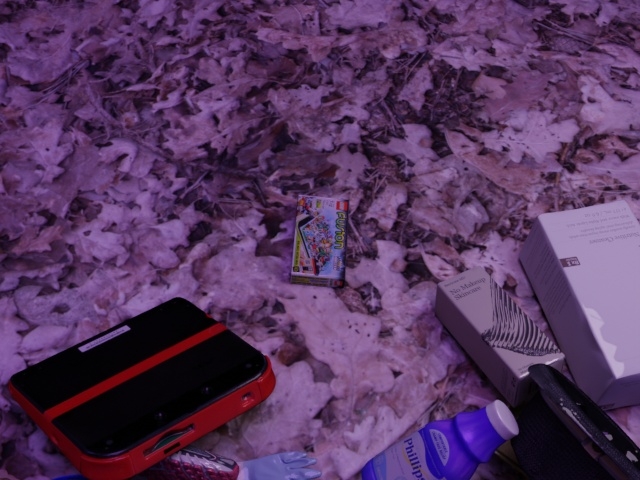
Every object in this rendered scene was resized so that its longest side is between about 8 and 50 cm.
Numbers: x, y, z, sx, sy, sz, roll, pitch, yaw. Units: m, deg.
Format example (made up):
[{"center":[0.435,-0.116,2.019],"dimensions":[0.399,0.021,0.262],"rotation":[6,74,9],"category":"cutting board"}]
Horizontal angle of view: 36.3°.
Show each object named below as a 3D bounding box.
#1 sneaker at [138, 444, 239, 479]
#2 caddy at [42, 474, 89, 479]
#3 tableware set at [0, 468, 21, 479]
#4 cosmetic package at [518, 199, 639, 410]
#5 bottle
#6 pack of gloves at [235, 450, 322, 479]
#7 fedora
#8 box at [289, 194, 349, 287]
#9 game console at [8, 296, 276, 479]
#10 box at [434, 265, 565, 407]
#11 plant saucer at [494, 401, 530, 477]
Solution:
[{"center":[-0.280,0.356,1.703],"dimensions":[0.299,0.121,0.112],"rotation":[16,50,12],"category":"sneaker"},{"center":[-0.370,0.519,1.553],"dimensions":[0.341,0.179,0.241],"rotation":[27,79,13],"category":"caddy"},{"center":[-0.603,0.440,1.681],"dimensions":[0.141,0.020,0.169],"rotation":[27,56,14],"category":"tableware set"},{"center":[0.570,0.126,1.928],"dimensions":[0.217,0.156,0.385],"rotation":[-11,55,-15],"category":"cosmetic package"},{"center":[0.204,0.370,1.665],"dimensions":[0.282,0.092,0.118],"rotation":[-36,53,21],"category":"bottle"},{"center":[-0.100,0.474,1.698],"dimensions":[0.232,0.046,0.195],"rotation":[-10,54,0],"category":"pack of gloves"},{"center":[0.439,0.370,1.662],"dimensions":[0.152,0.334,0.334],"rotation":[-46,63,11],"category":"fedora"},{"center":[0.000,0.000,2.042],"dimensions":[0.114,0.036,0.207],"rotation":[5,54,-2],"category":"box"},{"center":[-0.310,0.252,1.735],"dimensions":[0.386,0.060,0.342],"rotation":[-25,35,-33],"category":"game console"},{"center":[0.338,0.179,1.875],"dimensions":[0.113,0.094,0.275],"rotation":[-23,48,-19],"category":"box"},{"center":[0.417,0.371,1.805],"dimensions":[0.188,0.045,0.188],"rotation":[35,58,19],"category":"plant saucer"}]
